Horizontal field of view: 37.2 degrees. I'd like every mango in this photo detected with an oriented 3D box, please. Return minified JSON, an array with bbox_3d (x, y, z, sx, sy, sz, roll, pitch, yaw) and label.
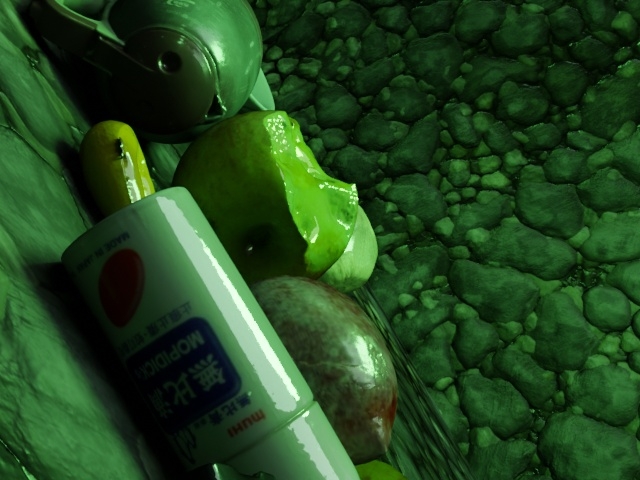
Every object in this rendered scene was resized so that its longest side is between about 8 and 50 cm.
[{"bbox_3d":[-0.215,-0.057,1.031,0.101,0.066,0.187,64,3,-64],"label":"mango"}]

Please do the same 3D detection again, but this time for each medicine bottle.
[{"bbox_3d":[-0.085,0.128,0.829,0.341,0.130,0.130,59,6,3],"label":"medicine bottle"}]

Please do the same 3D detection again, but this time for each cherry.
[{"bbox_3d":[-0.012,0.140,0.973,0.192,0.175,0.250,7,24,-42],"label":"cherry"}]

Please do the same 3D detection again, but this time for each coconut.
[{"bbox_3d":[0.000,0.000,1.826,0.224,0.224,0.224,57,6,-10],"label":"coconut"}]

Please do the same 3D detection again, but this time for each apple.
[{"bbox_3d":[-0.072,-0.041,1.216,0.246,0.246,0.226,57,7,-13],"label":"apple"}]

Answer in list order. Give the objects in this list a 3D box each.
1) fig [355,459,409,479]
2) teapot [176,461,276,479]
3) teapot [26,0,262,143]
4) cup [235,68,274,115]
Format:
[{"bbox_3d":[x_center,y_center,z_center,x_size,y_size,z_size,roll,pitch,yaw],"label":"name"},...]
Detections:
[{"bbox_3d":[0.052,0.300,0.998,0.142,0.148,0.186,14,-2,31],"label":"fig"},{"bbox_3d":[-0.073,0.223,0.677,0.096,0.087,0.177,66,9,24],"label":"teapot"},{"bbox_3d":[-0.239,-0.264,1.307,0.315,0.233,0.312,27,18,-10],"label":"teapot"},{"bbox_3d":[-0.238,-0.344,1.736,0.347,0.163,0.347,58,10,-17],"label":"cup"}]
